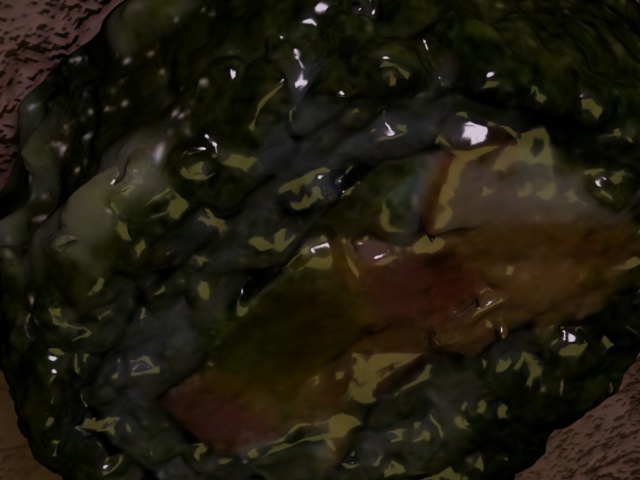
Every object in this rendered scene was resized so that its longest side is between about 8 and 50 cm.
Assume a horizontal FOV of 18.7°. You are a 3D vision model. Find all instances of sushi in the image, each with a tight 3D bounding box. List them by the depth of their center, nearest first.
[{"bbox_3d":[0.000,0.000,0.944,0.294,0.178,0.352,28,117,-32],"label":"sushi"}]
